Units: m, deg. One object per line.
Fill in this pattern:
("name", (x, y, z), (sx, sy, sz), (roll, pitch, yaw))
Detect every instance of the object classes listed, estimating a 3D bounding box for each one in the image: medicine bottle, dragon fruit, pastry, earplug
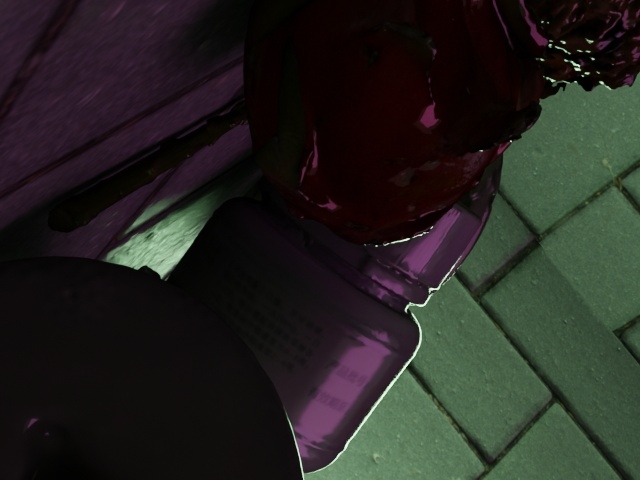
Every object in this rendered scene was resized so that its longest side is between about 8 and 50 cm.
("medicine bottle", (-0.008, 0.045, 1.428), (0.302, 0.241, 0.241), (-54, 175, 6))
("dragon fruit", (0.060, -0.112, 0.855), (0.269, 0.198, 0.200), (-49, 152, 23))
("pastry", (0.234, -0.212, 1.216), (0.275, 0.193, 0.275), (-40, 173, -6))
("earplug", (-0.209, 0.201, 1.048), (0.312, 0.313, 0.394), (-38, 179, -21))

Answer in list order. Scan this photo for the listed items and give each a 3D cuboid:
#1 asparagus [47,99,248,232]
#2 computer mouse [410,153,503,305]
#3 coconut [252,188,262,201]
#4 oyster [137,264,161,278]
("asparagus", (-0.101, -0.062, 1.031), (0.248, 0.025, 0.024), (-36, 154, -46))
("computer mouse", (0.073, -0.008, 1.846), (0.429, 0.228, 0.145), (-38, 138, 18))
("coconut", (-0.003, -0.002, 1.635), (0.194, 0.194, 0.194), (-39, 177, -3))
("oyster", (-0.218, 0.084, 1.423), (0.125, 0.064, 0.177), (-46, 178, -28))
